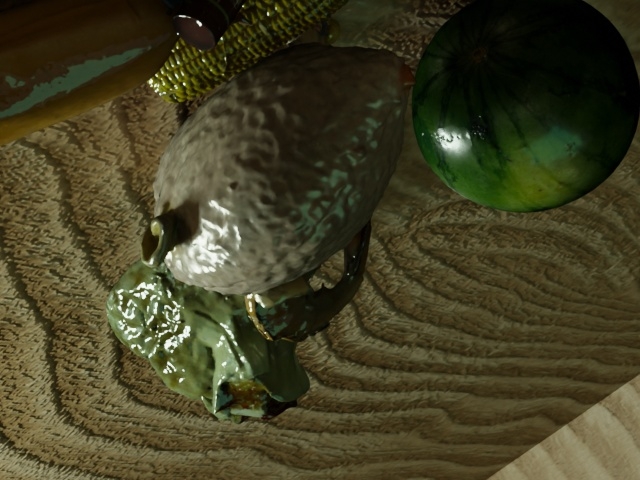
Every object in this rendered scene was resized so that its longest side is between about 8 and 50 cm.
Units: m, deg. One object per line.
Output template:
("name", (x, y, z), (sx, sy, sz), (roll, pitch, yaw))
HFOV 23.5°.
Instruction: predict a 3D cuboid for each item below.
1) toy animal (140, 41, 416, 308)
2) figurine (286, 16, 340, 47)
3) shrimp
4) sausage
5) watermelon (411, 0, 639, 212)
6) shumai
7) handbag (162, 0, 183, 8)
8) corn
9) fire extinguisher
("toy animal", (-0.039, -0.061, 1.457), (0.188, 0.227, 0.358), (28, 140, -24))
("figurine", (-0.007, -0.203, 1.510), (0.050, 0.047, 0.083), (-45, 157, 11))
("shrimp", (0.001, 0.000, 1.732), (0.173, 0.058, 0.253), (23, 93, -39))
("sausage", (-0.212, -0.158, 1.305), (0.328, 0.112, 0.112), (-22, 155, -17))
("watermelon", (0.215, -0.147, 1.620), (0.242, 0.242, 0.242), (-23, 155, -11))
("shumai", (-0.114, 0.111, 1.809), (0.256, 0.218, 0.189), (-38, 160, 27))
("handbag", (-0.047, -0.329, 1.130), (0.303, 0.122, 0.329), (-31, 157, 4))
("corn", (-0.063, -0.201, 1.404), (0.231, 0.080, 0.080), (-34, 155, 14))
("fire extinguisher", (-0.073, -0.229, 1.305), (0.158, 0.064, 0.043), (-61, -174, -31))
